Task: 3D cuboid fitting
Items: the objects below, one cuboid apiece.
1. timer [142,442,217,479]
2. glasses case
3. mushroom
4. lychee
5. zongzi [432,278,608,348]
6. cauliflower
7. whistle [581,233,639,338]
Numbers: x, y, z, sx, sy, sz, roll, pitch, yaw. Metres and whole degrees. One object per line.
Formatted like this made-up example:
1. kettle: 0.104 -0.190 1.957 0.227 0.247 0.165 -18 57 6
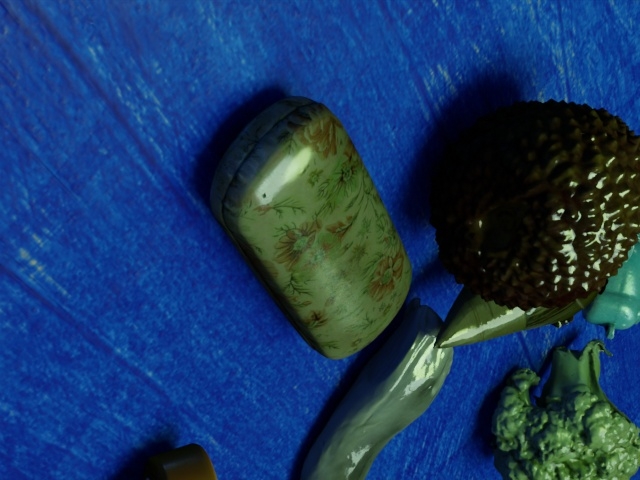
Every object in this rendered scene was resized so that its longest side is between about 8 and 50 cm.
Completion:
1. timer: -0.200 0.300 1.505 0.152 0.132 0.132 -5 130 -23
2. glasses case: 0.000 0.000 1.458 0.156 0.098 0.425 -50 150 -11
3. mushroom: 0.065 0.239 1.819 0.109 0.097 0.351 17 111 -53
4. lychee: 0.272 -0.047 1.637 0.267 0.267 0.267 -35 146 -28
5. zongzi: 0.262 0.081 1.872 0.317 0.154 0.289 -37 159 -12
6. cauliflower: 0.390 0.310 2.264 0.260 0.281 0.327 2 149 -31
7. whistle: 0.452 0.021 2.051 0.186 0.093 0.274 103 0 -66
